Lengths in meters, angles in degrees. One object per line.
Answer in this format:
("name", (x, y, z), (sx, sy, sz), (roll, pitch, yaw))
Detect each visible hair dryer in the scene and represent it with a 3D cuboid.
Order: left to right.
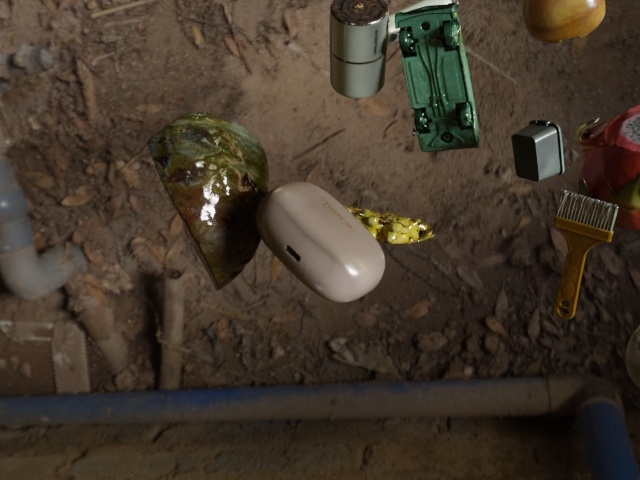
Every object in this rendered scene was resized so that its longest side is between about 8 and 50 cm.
("hair dryer", (0.178, -0.480, 1.612), (0.128, 0.362, 0.203), (46, 155, 32))

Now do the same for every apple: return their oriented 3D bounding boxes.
("apple", (0.567, -0.548, 1.684), (0.199, 0.199, 0.199), (4, 110, 12))

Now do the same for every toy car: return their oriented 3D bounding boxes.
("toy car", (0.252, -0.346, 1.549), (0.141, 0.097, 0.321), (-2, 121, 26))

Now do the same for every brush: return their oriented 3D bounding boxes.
("brush", (0.464, 0.038, 1.312), (0.103, 0.013, 0.272), (21, 130, 29))

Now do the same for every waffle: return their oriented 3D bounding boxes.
("waffle", (0.085, -0.050, 1.804), (0.379, 0.382, 0.095), (11, 95, 32))

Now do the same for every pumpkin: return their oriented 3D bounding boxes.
("pumpkin", (-0.132, -0.045, 1.121), (0.169, 0.148, 0.312), (-25, 142, -9))

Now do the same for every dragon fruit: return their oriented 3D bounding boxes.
("dragon fruit", (0.689, -0.170, 1.537), (0.290, 0.291, 0.189), (-14, 130, 18))

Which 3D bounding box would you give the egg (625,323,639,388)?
("egg", (0.402, 0.121, 0.791), (0.103, 0.103, 0.135), (46, 128, -5))

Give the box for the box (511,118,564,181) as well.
("box", (0.447, -0.183, 1.488), (0.069, 0.084, 0.122), (-25, 116, -22))

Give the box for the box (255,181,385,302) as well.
("box", (0.000, 0.000, 1.015), (0.200, 0.146, 0.088), (45, 121, 13))
